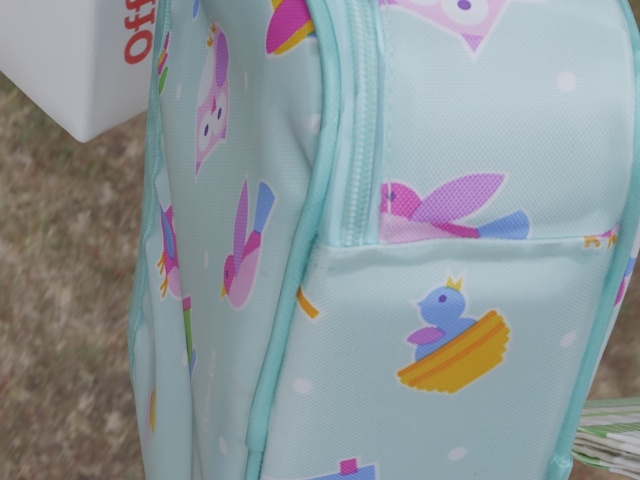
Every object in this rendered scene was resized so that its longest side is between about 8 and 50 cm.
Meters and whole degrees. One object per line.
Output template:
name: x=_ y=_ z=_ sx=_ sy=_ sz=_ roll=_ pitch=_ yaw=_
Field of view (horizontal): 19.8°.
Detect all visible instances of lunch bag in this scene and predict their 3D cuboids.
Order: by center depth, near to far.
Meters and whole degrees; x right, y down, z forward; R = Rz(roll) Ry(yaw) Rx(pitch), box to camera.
lunch bag: x=0.000 y=0.000 z=0.590 sx=0.108 sy=0.279 sz=0.224 roll=-1 pitch=39 yaw=-17

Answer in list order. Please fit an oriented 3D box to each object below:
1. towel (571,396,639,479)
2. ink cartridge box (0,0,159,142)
towel: x=0.303 y=0.163 z=1.426 sx=0.248 sy=0.325 sz=0.038 roll=0 pitch=94 yaw=-38
ink cartridge box: x=-0.045 y=-0.180 z=0.721 sx=0.353 sy=0.207 sz=0.119 roll=-31 pitch=56 yaw=-31
